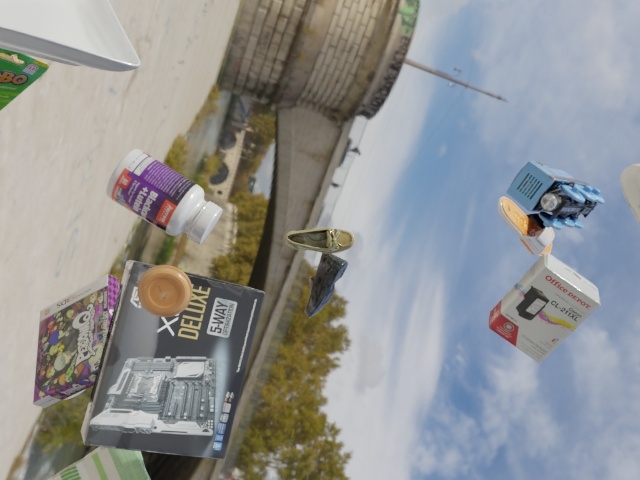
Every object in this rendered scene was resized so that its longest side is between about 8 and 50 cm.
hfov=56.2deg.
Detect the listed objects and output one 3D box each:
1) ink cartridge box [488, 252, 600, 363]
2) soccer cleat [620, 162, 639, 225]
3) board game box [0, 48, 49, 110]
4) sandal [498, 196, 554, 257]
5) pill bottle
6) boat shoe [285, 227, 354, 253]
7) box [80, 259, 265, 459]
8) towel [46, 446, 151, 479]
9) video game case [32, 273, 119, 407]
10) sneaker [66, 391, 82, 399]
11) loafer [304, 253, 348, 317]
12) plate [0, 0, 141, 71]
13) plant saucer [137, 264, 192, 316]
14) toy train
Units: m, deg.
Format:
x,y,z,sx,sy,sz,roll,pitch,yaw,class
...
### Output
x,y,z,sx,sy,sz,roll,pitch,yaw,class
0.435,0.132,1.174,0.175,0.127,0.072,-57,176,28,ink cartridge box
0.739,-0.012,1.248,0.143,0.331,0.116,-42,-177,-29,soccer cleat
-0.565,-0.236,0.953,0.259,0.124,0.039,-26,-105,22,board game box
0.606,-0.040,1.709,0.076,0.265,0.102,-20,-135,46,sandal
-0.285,-0.076,1.109,0.108,0.193,0.108,-58,-178,4,pill bottle
-0.001,-0.002,1.305,0.048,0.153,0.056,106,-12,-84,boat shoe
-0.254,0.209,1.050,0.076,0.242,0.307,0,-105,64,box
-0.468,0.557,1.153,0.248,0.325,0.038,57,-9,27,towel
-0.524,0.214,1.292,0.210,0.042,0.232,-26,-127,17,video game case
-0.627,0.340,1.547,0.152,0.084,0.058,-40,136,-20,sneaker
0.001,0.101,1.383,0.170,0.061,0.062,-61,161,20,loafer
-0.387,-0.299,0.730,0.045,0.278,0.277,-57,-133,28,plate
-0.241,0.079,0.927,0.013,0.083,0.083,-116,-136,-77,plant saucer
0.387,-0.075,0.977,0.105,0.184,0.080,48,-59,29,toy train
